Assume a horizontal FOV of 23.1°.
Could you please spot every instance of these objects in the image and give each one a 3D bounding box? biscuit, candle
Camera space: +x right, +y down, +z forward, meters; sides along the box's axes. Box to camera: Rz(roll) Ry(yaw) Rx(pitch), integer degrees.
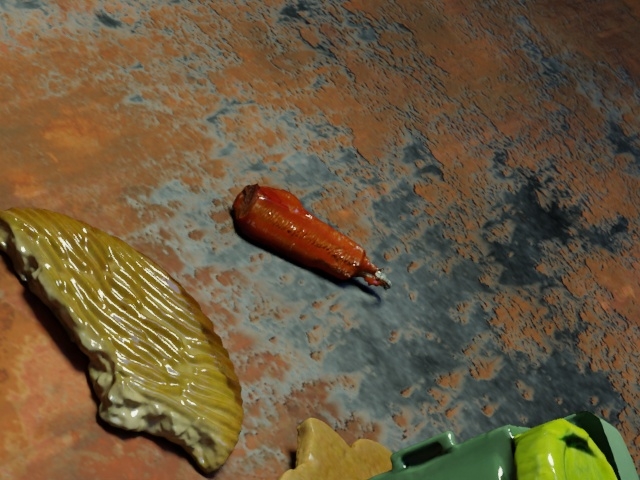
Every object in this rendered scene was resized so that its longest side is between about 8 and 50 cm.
[{"bbox_3d":[0.045,0.206,1.133,0.250,0.035,0.162,15,44,-39],"label":"biscuit"},{"bbox_3d":[-0.145,0.058,1.110,0.229,0.031,0.176,36,27,-12],"label":"biscuit"},{"bbox_3d":[0.000,0.000,1.356,0.162,0.048,0.053,29,60,-25],"label":"candle"}]

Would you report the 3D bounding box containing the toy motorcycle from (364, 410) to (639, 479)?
[{"bbox_3d":[0.139,0.284,0.982,0.200,0.191,0.326,14,56,-55],"label":"toy motorcycle"}]
